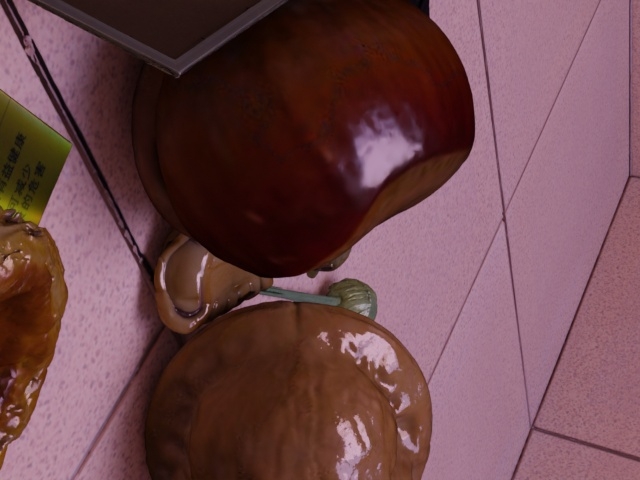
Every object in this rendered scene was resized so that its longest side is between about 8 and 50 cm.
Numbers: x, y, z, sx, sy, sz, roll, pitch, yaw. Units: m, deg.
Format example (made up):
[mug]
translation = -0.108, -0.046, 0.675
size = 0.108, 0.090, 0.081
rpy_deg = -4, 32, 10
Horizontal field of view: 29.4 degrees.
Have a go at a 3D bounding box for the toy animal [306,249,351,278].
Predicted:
[toy animal]
translation = 0.000, 0.000, 1.776
size = 0.137, 0.098, 0.098
rpy_deg = 106, 6, -70

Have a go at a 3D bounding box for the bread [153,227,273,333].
[bread]
translation = -0.129, 0.022, 1.502
size = 0.225, 0.081, 0.134
rpy_deg = -26, 122, -58

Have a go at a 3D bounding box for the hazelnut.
[hazelnut]
translation = -0.027, -0.136, 1.351
size = 0.409, 0.359, 0.359
rpy_deg = -15, 116, -62

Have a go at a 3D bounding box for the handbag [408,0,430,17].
[handbag]
translation = 0.112, -0.256, 1.881
size = 0.244, 0.088, 0.275
rpy_deg = -56, 146, -43

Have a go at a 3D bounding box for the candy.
[candy]
translation = -0.016, 0.089, 1.820
size = 0.335, 0.093, 0.092
rpy_deg = 15, 69, -58

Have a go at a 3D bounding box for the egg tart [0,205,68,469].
[egg tart]
translation = -0.341, 0.113, 0.966
size = 0.352, 0.150, 0.352
rpy_deg = -56, 165, -23

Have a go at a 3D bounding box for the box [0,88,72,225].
[box]
translation = -0.333, -0.070, 1.038
size = 0.173, 0.043, 0.311
rpy_deg = -71, 156, -11

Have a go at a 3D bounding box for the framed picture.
[framed picture]
translation = -0.149, -0.249, 1.156
size = 0.274, 0.217, 0.017
rpy_deg = -44, 159, -48

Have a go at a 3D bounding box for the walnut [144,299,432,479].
[walnut]
translation = -0.035, 0.262, 1.528
size = 0.383, 0.384, 0.383
rpy_deg = -44, 141, -51
